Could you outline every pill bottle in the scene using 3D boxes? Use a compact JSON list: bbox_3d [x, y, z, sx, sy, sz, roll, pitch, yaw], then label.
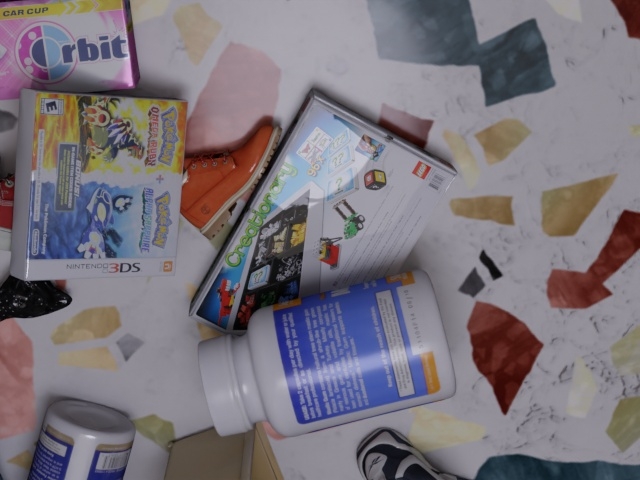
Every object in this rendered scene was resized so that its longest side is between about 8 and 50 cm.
[{"bbox_3d":[0.006,0.135,1.436,0.272,0.152,0.152,-13,108,1],"label":"pill bottle"},{"bbox_3d":[-0.300,0.299,1.542,0.112,0.112,0.187,16,98,-7],"label":"pill bottle"}]

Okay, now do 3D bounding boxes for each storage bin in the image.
[{"bbox_3d":[-0.093,0.382,1.508,0.123,0.262,0.260,-19,107,5],"label":"storage bin"}]

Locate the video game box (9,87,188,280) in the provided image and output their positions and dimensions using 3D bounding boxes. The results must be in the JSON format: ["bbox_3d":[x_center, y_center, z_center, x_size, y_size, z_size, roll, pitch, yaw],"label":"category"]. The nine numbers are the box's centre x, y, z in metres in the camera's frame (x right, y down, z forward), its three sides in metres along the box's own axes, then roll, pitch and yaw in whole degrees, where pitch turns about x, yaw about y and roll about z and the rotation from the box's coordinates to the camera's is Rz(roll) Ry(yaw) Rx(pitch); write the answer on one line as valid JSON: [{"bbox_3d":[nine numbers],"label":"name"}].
[{"bbox_3d":[-0.241,-0.059,1.398,0.187,0.048,0.205,-2,101,-39],"label":"video game box"}]

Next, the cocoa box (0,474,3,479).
[{"bbox_3d":[-0.489,0.353,1.461,0.228,0.231,0.347,-11,124,2],"label":"cocoa box"}]

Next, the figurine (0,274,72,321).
[{"bbox_3d":[-0.425,0.024,1.483,0.209,0.092,0.215,-22,106,-3],"label":"figurine"}]

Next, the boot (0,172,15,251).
[{"bbox_3d":[-0.327,-0.074,1.411,0.244,0.088,0.176,11,94,-34],"label":"boot"}]

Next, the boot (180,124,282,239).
[{"bbox_3d":[-0.112,-0.084,1.468,0.084,0.059,0.158,39,104,-8],"label":"boot"}]

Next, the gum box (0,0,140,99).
[{"bbox_3d":[-0.302,-0.218,1.414,0.188,0.062,0.107,-6,108,0],"label":"gum box"}]

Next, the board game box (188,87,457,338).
[{"bbox_3d":[0.000,0.000,1.498,0.193,0.053,0.305,28,105,-11],"label":"board game box"}]

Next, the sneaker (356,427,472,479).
[{"bbox_3d":[0.147,0.339,1.559,0.094,0.153,0.235,-43,104,12],"label":"sneaker"}]
